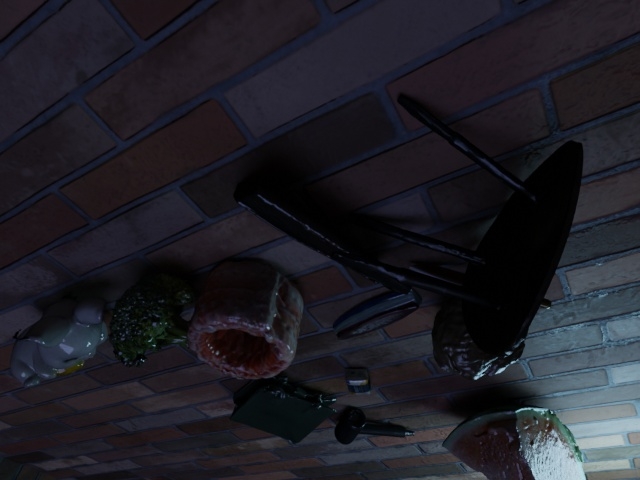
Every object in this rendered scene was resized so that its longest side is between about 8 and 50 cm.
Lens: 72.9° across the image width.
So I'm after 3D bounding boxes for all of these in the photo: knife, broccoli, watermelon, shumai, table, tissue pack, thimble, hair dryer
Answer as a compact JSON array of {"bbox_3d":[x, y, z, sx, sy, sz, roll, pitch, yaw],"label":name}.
[{"bbox_3d":[0.291,0.081,0.805,0.256,0.046,0.022,17,128,21],"label":"knife"},{"bbox_3d":[-0.352,0.174,0.918,0.176,0.198,0.226,8,129,18],"label":"broccoli"},{"bbox_3d":[0.554,0.531,1.165,0.292,0.319,0.222,-4,113,-43],"label":"watermelon"},{"bbox_3d":[0.303,0.167,0.888,0.183,0.218,0.185,31,169,-16],"label":"shumai"},{"bbox_3d":[0.169,-0.020,0.661,0.249,0.317,0.317,23,134,3],"label":"table"},{"bbox_3d":[0.103,0.381,1.166,0.062,0.042,0.083,-6,133,9],"label":"tissue pack"},{"bbox_3d":[-0.154,0.167,0.913,0.239,0.162,0.239,6,134,6],"label":"thimble"},{"bbox_3d":[0.180,0.581,1.348,0.255,0.070,0.128,8,134,-10],"label":"hair dryer"}]

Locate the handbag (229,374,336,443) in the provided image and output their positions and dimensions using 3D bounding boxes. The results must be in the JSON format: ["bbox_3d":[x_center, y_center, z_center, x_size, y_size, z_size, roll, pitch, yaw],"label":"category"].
[{"bbox_3d":[-0.114,0.494,1.280,0.247,0.079,0.260,27,130,-19],"label":"handbag"}]

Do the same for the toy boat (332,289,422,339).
[{"bbox_3d":[0.117,0.170,0.961,0.228,0.046,0.080,-28,128,27],"label":"toy boat"}]

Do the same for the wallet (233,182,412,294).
[{"bbox_3d":[0.000,0.000,0.742,0.321,0.170,0.044,32,85,-21],"label":"wallet"}]

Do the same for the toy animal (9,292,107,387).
[{"bbox_3d":[-0.602,0.226,0.999,0.154,0.208,0.325,55,141,10],"label":"toy animal"}]
